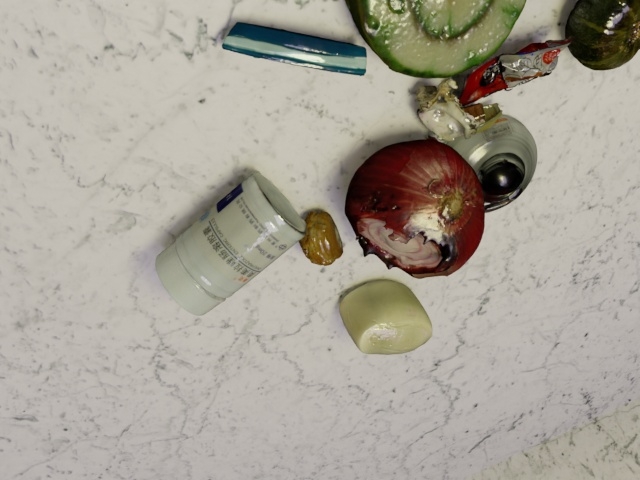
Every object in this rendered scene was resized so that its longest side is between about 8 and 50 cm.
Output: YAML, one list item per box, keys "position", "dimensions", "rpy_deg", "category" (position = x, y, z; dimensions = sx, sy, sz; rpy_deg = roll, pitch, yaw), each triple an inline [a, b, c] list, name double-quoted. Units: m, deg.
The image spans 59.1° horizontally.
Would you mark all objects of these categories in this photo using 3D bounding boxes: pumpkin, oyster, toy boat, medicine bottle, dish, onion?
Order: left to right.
- position: [-0.214, 0.013, 1.329]
  dimensions: [0.332, 0.190, 0.190]
  rpy_deg: [-39, 129, 12]
  category: "medicine bottle"
- position: [-0.048, -0.388, 1.143]
  dimensions: [0.298, 0.096, 0.062]
  rpy_deg: [3, 115, -19]
  category: "toy boat"
- position: [0.233, -0.085, 1.339]
  dimensions: [0.340, 0.341, 0.342]
  rpy_deg: [-10, 129, -12]
  category: "onion"
- position: [0.291, -0.301, 1.274]
  dimensions: [0.163, 0.191, 0.081]
  rpy_deg: [27, 79, 4]
  category: "oyster"
- position: [0.352, -0.295, 1.370]
  dimensions: [0.172, 0.065, 0.066]
  rpy_deg: [-13, 140, 5]
  category: "toy boat"
- position: [0.448, -0.168, 1.447]
  dimensions: [0.273, 0.134, 0.274]
  rpy_deg: [-6, 125, -9]
  category: "dish"
- position: [0.654, -0.495, 1.265]
  dimensions: [0.223, 0.157, 0.224]
  rpy_deg: [-24, 145, -18]
  category: "pumpkin"

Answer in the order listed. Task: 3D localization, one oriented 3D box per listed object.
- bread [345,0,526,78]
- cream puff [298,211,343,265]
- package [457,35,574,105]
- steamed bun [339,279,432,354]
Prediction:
- position: [0.243, -0.513, 1.121]
  dimensions: [0.381, 0.129, 0.366]
  rpy_deg: [-24, 130, -1]
  category: "bread"
- position: [-0.003, -0.001, 1.439]
  dimensions: [0.103, 0.126, 0.144]
  rpy_deg: [-16, 123, 14]
  category: "cream puff"
- position: [0.436, -0.388, 1.290]
  dimensions: [0.269, 0.071, 0.194]
  rpy_deg: [-17, 160, 3]
  category: "package"
- position: [0.195, 0.220, 1.629]
  dimensions: [0.249, 0.200, 0.155]
  rpy_deg: [-4, 127, -20]
  category: "steamed bun"
